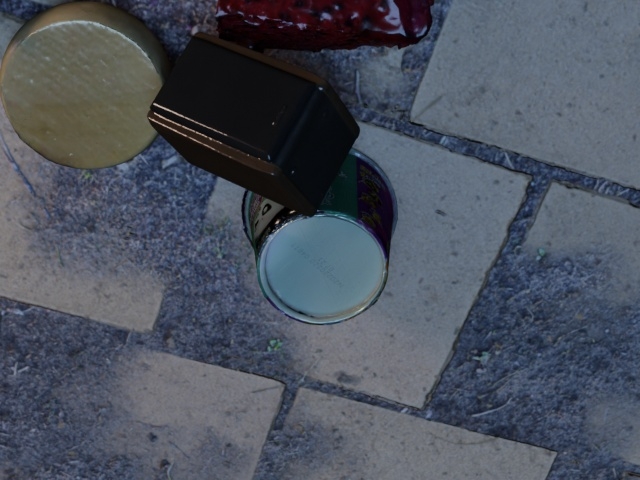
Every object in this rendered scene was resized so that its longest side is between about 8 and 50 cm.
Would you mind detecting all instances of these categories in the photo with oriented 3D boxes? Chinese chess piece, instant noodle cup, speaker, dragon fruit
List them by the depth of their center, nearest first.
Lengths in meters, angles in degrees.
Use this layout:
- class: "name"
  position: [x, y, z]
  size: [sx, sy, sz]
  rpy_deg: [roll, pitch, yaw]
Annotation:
- class: "dragon fruit"
  position: [-0.013, -0.324, 1.548]
  size: [0.330, 0.240, 0.302]
  rpy_deg: [24, 148, 6]
- class: "speaker"
  position: [-0.094, -0.163, 1.614]
  size: [0.231, 0.192, 0.153]
  rpy_deg: [25, 81, 24]
- class: "Chinese chess piece"
  position: [-0.340, -0.227, 1.689]
  size: [0.251, 0.097, 0.250]
  rpy_deg: [-1, 119, -1]
- class: "instant noodle cup"
  position: [0.000, 0.000, 1.760]
  size: [0.251, 0.190, 0.251]
  rpy_deg: [0, 118, -1]
